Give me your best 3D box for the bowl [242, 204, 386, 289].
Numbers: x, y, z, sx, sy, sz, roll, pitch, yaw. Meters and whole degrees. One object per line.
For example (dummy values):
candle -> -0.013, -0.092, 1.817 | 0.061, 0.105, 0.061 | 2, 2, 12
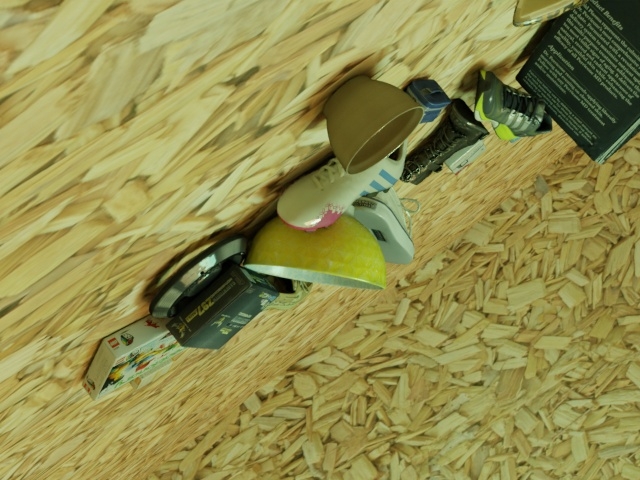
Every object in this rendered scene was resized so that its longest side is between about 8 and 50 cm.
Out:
bowl -> 0.000, 0.000, 1.702 | 0.289, 0.290, 0.156 | 40, 59, -77

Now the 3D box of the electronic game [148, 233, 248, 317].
electronic game -> -0.228, 0.067, 1.614 | 0.229, 0.048, 0.229 | -40, 172, -7

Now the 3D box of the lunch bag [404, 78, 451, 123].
lunch bag -> 0.194, -0.264, 1.603 | 0.098, 0.067, 0.065 | -20, 157, -53

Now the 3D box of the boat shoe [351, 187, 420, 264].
boat shoe -> 0.153, -0.067, 2.010 | 0.367, 0.136, 0.156 | 51, 53, -61

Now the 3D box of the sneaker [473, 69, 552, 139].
sneaker -> 0.421, -0.297, 1.869 | 0.121, 0.111, 0.300 | 4, 175, 31

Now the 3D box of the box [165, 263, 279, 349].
box -> -0.190, 0.139, 1.720 | 0.183, 0.059, 0.233 | -41, 166, 2

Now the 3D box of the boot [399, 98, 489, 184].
boot -> 0.275, -0.209, 1.985 | 0.229, 0.091, 0.263 | -38, 165, 14

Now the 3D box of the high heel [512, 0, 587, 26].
high heel -> 0.435, -0.438, 1.612 | 0.261, 0.093, 0.186 | -42, 166, -17

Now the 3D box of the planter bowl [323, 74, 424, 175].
planter bowl -> 0.073, -0.199, 1.394 | 0.162, 0.109, 0.162 | -36, 167, -9

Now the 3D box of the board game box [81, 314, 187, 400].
board game box -> -0.335, 0.203, 1.774 | 0.305, 0.053, 0.193 | -28, 163, -40

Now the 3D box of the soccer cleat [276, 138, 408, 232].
soccer cleat -> 0.045, -0.130, 1.609 | 0.331, 0.116, 0.143 | -30, 149, -44

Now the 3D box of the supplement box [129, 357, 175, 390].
supplement box -> -0.393, 0.301, 1.988 | 0.098, 0.036, 0.062 | -28, 164, -40

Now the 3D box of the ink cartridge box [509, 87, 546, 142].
ink cartridge box -> 0.525, -0.333, 2.208 | 0.181, 0.104, 0.061 | -29, 164, -36

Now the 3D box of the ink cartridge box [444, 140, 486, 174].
ink cartridge box -> 0.359, -0.232, 2.188 | 0.109, 0.063, 0.150 | -41, 168, 10

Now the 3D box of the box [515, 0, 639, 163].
box -> 0.757, -0.491, 1.856 | 0.480, 0.297, 0.471 | -35, 169, -27

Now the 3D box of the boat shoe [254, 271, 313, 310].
boat shoe -> -0.096, 0.104, 1.984 | 0.089, 0.104, 0.285 | -44, 166, 33
